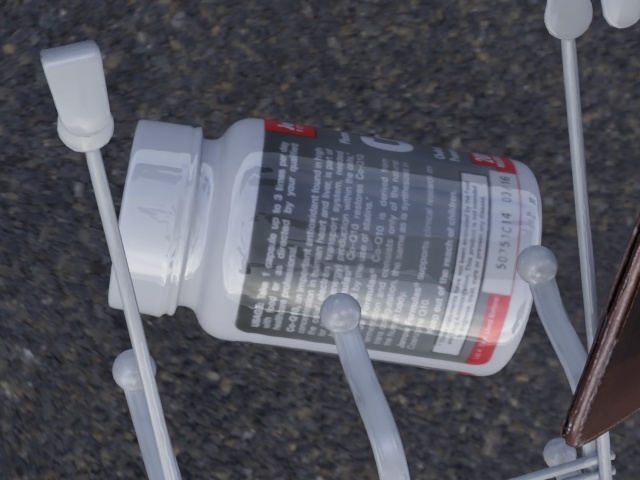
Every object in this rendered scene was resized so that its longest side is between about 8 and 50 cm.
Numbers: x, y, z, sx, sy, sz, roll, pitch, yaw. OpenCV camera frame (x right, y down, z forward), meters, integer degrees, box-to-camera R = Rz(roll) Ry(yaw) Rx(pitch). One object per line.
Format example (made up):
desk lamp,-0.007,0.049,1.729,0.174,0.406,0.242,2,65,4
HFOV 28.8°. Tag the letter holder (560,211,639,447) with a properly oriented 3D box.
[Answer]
letter holder,0.264,0.009,0.585,0.302,0.152,0.214,-21,135,-50

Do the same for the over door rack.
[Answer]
over door rack,0.019,0.022,0.581,0.240,0.108,0.324,-14,124,-12

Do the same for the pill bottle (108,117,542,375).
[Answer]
pill bottle,0.000,0.000,0.893,0.283,0.161,0.161,9,90,-7
